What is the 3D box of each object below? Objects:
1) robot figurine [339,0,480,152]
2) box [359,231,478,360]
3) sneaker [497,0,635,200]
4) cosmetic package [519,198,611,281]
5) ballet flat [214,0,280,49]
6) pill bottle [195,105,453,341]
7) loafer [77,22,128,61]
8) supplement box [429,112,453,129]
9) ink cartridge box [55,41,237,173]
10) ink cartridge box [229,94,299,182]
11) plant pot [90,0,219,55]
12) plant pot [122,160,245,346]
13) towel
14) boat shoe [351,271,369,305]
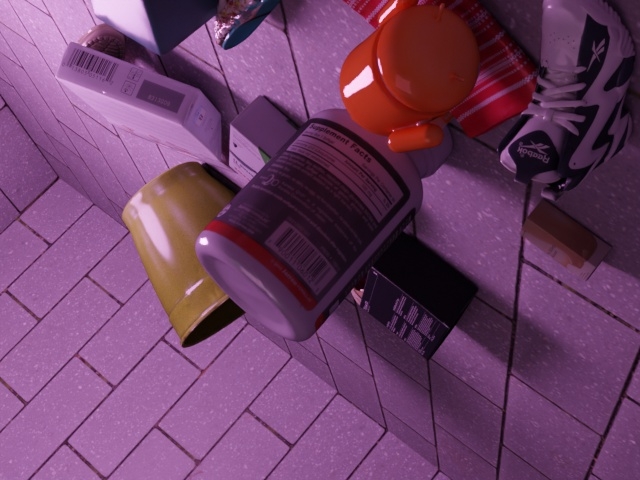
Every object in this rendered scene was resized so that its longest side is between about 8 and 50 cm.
[{"bbox_3d":[0.103,-0.194,1.066,0.128,0.158,0.219,32,163,-14],"label":"robot figurine"},{"bbox_3d":[0.183,0.112,1.769,0.184,0.103,0.261,36,163,10],"label":"box"},{"bbox_3d":[0.245,-0.134,0.948,0.094,0.153,0.235,29,159,32],"label":"sneaker"},{"bbox_3d":[0.336,0.000,1.262,0.115,0.041,0.060,37,163,16],"label":"cosmetic package"},{"bbox_3d":[-0.107,-0.356,1.340,0.077,0.091,0.241,61,154,-4],"label":"ballet flat"},{"bbox_3d":[0.014,-0.053,1.297,0.210,0.363,0.210,37,162,14],"label":"pill bottle"},{"bbox_3d":[-0.490,-0.413,2.000,0.102,0.092,0.268,13,159,-26],"label":"loafer"},{"bbox_3d":[0.130,-0.187,1.232,0.098,0.062,0.036,44,161,-6],"label":"supplement box"},{"bbox_3d":[-0.347,-0.274,1.977,0.308,0.091,0.385,21,175,14],"label":"ink cartridge box"},{"bbox_3d":[-0.093,-0.161,1.744,0.153,0.087,0.208,41,164,7],"label":"ink cartridge box"},{"bbox_3d":[-0.253,-0.432,1.333,0.165,0.165,0.234,34,155,27],"label":"plant pot"},{"bbox_3d":[-0.288,0.010,2.228,0.353,0.366,0.366,53,164,8],"label":"plant pot"},{"bbox_3d":[0.144,-0.247,1.112,0.275,0.031,0.199,45,162,-9],"label":"towel"},{"bbox_3d":[0.098,0.103,2.000,0.170,0.063,0.059,47,168,-12],"label":"boat shoe"}]
